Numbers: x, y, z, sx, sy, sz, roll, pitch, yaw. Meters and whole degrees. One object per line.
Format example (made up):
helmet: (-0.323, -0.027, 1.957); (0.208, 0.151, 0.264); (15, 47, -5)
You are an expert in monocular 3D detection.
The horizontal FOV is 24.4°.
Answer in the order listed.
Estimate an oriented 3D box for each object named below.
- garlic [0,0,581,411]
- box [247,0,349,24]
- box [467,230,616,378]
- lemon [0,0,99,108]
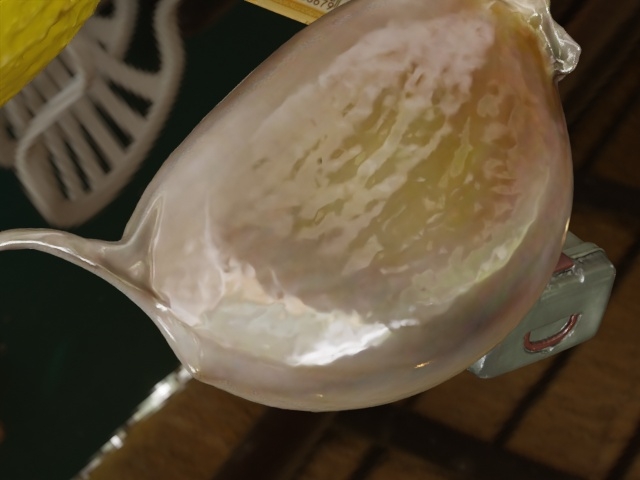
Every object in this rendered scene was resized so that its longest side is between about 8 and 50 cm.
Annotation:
garlic: (-0.001, 0.004, 0.586); (0.266, 0.148, 0.128); (-37, 164, -29)
box: (0.011, -0.246, 1.283); (0.076, 0.274, 0.174); (-57, -147, 26)
box: (0.246, 0.068, 1.819); (0.210, 0.148, 0.129); (-18, -136, -30)
lemon: (-0.249, -0.207, 0.723); (0.387, 0.350, 0.350); (-44, -172, 30)
